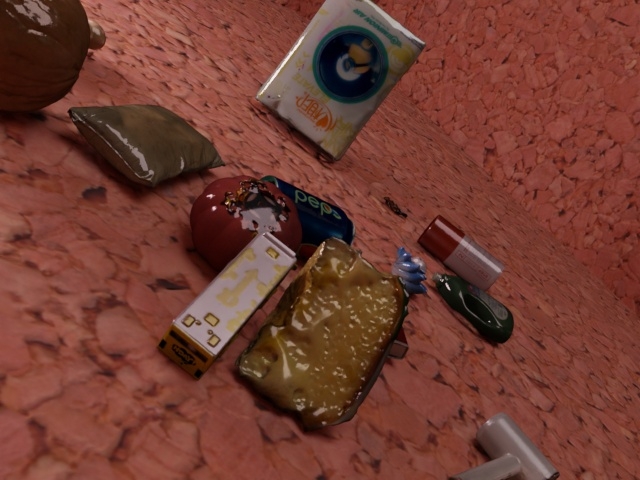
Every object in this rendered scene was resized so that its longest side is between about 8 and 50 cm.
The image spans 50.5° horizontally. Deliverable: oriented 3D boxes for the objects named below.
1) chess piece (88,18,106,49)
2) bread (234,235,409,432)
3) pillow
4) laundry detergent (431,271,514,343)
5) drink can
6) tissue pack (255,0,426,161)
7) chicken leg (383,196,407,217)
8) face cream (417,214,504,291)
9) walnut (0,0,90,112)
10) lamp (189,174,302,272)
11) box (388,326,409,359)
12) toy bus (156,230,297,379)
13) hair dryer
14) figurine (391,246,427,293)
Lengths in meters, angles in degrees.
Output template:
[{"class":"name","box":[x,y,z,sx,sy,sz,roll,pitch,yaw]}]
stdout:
[{"class":"chess piece","box":[-0.540,-0.431,1.280,0.138,0.124,0.307,12,4,29]},{"class":"bread","box":[-0.002,0.138,0.959,0.174,0.252,0.133,34,-21,-6]},{"class":"pillow","box":[-0.293,-0.172,1.185,0.185,0.075,0.302,42,20,4]},{"class":"laundry detergent","box":[0.345,0.145,1.559,0.210,0.063,0.137,36,29,-6]},{"class":"drink can","box":[-0.041,-0.033,1.243,0.204,0.118,0.118,22,27,-31]},{"class":"tissue pack","box":[0.051,-0.449,1.813,0.287,0.388,0.162,37,6,-3]},{"class":"chicken leg","box":[0.203,-0.090,1.853,0.083,0.021,0.036,43,13,10]},{"class":"face cream","box":[0.362,0.034,1.755,0.214,0.096,0.096,39,22,3]},{"class":"walnut","box":[-0.465,-0.306,1.015,0.228,0.228,0.228,32,23,-15]},{"class":"lamp","box":[-0.120,-0.017,1.077,0.181,0.140,0.182,17,47,-18]},{"class":"box","box":[0.087,0.131,1.211,0.115,0.036,0.177,20,27,-16]},{"class":"toy bus","box":[-0.120,0.079,0.898,0.081,0.074,0.226,39,43,3]},{"class":"hair dryer","box":[0.258,0.351,1.046,0.236,0.073,0.131,-1,42,-45]},{"class":"figurine","box":[0.198,0.074,1.448,0.114,0.079,0.114,56,-17,27]}]
